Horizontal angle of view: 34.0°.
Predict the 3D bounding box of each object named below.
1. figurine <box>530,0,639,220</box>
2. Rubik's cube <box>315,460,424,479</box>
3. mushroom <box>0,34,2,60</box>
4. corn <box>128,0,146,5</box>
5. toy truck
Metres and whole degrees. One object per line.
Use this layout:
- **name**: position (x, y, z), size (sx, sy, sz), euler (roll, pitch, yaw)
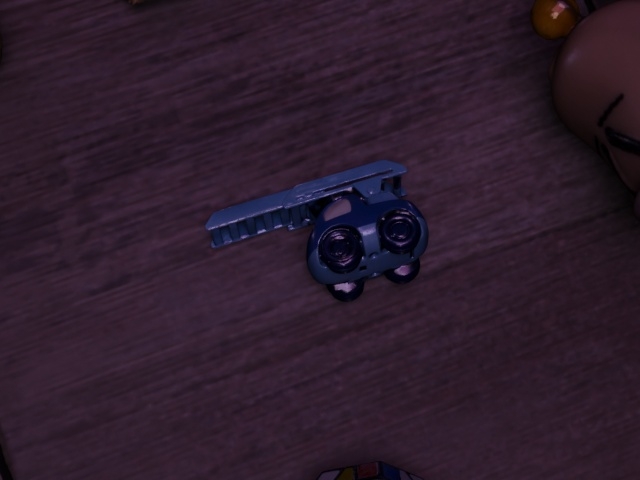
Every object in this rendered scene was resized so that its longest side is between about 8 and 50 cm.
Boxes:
- **figurine**: position (0.232, -0.131, 0.684), size (0.186, 0.176, 0.288), euler (0, 73, 12)
- **Rubik's cube**: position (0.030, 0.187, 0.623), size (0.111, 0.111, 0.093), euler (-29, 111, -10)
- **mushroom**: position (-0.373, -0.139, 0.598), size (0.292, 0.212, 0.217), euler (-32, 89, -3)
- **corn**: position (-0.039, -0.304, 0.697), size (0.126, 0.126, 0.335), euler (42, 82, 3)
- **toy truck**: position (0.000, 0.000, 0.673), size (0.136, 0.063, 0.074), euler (-17, 62, -7)
